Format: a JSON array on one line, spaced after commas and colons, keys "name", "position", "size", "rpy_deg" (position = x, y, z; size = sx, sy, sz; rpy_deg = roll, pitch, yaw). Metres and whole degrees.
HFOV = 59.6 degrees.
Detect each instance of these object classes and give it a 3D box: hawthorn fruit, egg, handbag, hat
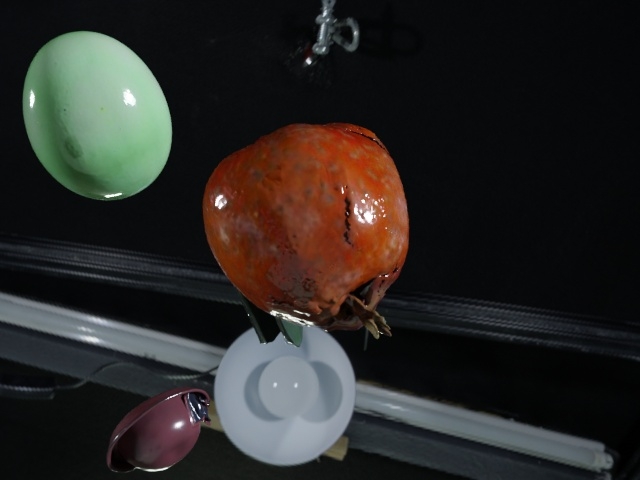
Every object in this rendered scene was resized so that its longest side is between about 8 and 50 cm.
[{"name": "hawthorn fruit", "position": [0.000, 0.000, 0.714], "size": [0.276, 0.307, 0.276], "rpy_deg": [-18, -32, -12]}, {"name": "egg", "position": [-0.357, -0.196, 0.906], "size": [0.220, 0.220, 0.270], "rpy_deg": [4, -58, 7]}, {"name": "handbag", "position": [-0.079, 0.046, 1.091], "size": [0.079, 0.260, 0.247], "rpy_deg": [1, -39, 13]}, {"name": "hat", "position": [-0.282, 0.355, 1.009], "size": [0.089, 0.205, 0.205], "rpy_deg": [45, -55, 31]}]
